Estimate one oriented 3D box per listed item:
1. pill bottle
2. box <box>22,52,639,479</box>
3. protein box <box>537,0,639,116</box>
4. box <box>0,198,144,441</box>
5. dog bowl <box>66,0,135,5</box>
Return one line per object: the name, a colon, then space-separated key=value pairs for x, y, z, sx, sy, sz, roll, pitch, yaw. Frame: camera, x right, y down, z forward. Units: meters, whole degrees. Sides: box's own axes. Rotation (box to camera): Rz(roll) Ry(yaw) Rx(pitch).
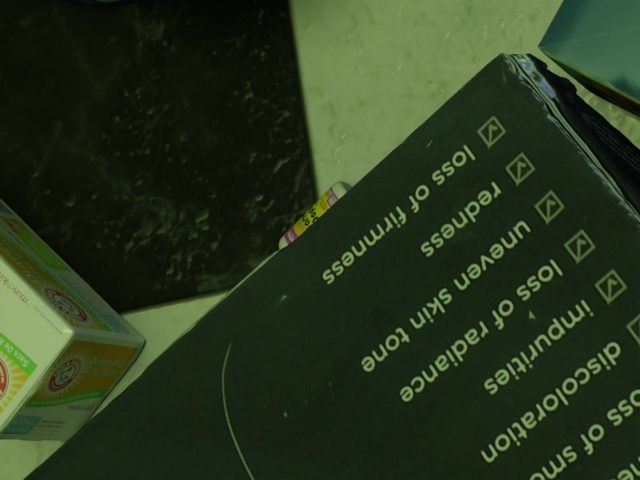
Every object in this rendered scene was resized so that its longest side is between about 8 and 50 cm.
pill bottle: x=0.000 y=0.000 z=1.351 sx=0.083 sy=0.043 sz=0.043 roll=-46 pitch=69 yaw=11
box: x=0.114 y=0.243 z=1.098 sx=0.480 sy=0.297 sz=0.472 roll=-41 pitch=57 yaw=13
protein box: x=0.284 y=-0.152 z=1.200 sx=0.200 sy=0.136 sz=0.201 roll=31 pitch=96 yaw=23
box: x=-0.250 y=0.048 z=1.414 sx=0.203 sy=0.114 sz=0.103 roll=42 pitch=100 yaw=21
dog bowl: x=-0.178 y=-0.315 z=1.434 sx=0.265 sy=0.104 sz=0.265 roll=-3 pitch=82 yaw=22
